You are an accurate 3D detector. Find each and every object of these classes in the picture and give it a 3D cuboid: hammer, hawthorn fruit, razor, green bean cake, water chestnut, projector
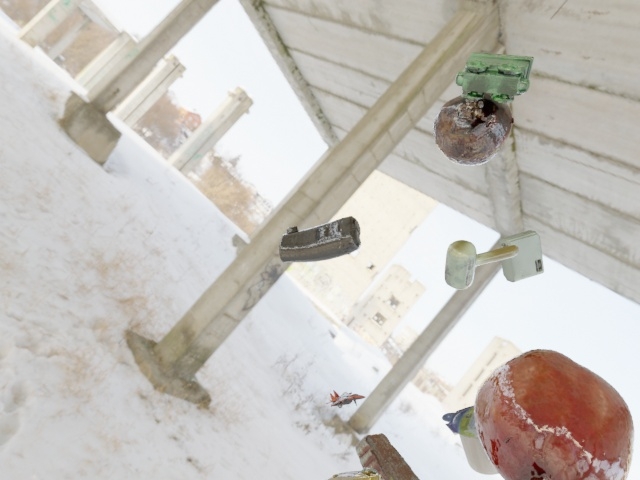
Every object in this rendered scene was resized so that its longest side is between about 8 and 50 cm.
[{"bbox_3d":[0.619,0.067,1.698,0.113,0.305,0.202,-117,-165,-47],"label":"hammer"},{"bbox_3d":[0.461,0.369,0.881,0.295,0.295,0.311,42,10,-10],"label":"hawthorn fruit"},{"bbox_3d":[0.000,0.003,1.777,0.189,0.327,0.107,-82,156,-51],"label":"razor"},{"bbox_3d":[0.247,0.840,1.659,0.198,0.097,0.232,15,29,-42],"label":"green bean cake"},{"bbox_3d":[0.679,-0.482,1.964,0.350,0.350,0.302,36,8,39],"label":"water chestnut"},{"bbox_3d":[1.114,0.086,2.477,0.108,0.198,0.250,-149,-136,-75],"label":"projector"}]

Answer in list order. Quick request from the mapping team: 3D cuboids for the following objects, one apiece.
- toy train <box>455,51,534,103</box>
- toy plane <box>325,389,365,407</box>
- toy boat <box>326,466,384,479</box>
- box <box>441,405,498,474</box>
[{"bbox_3d":[0.654,-0.613,1.684,0.266,0.202,0.145,16,-49,24],"label":"toy train"},{"bbox_3d":[0.119,0.701,1.966,0.189,0.061,0.130,-7,4,33],"label":"toy plane"},{"bbox_3d":[0.102,0.660,1.188,0.115,0.089,0.310,7,-32,-15],"label":"toy boat"},{"bbox_3d":[0.681,0.864,1.919,0.291,0.262,0.206,-12,-84,35],"label":"box"}]
